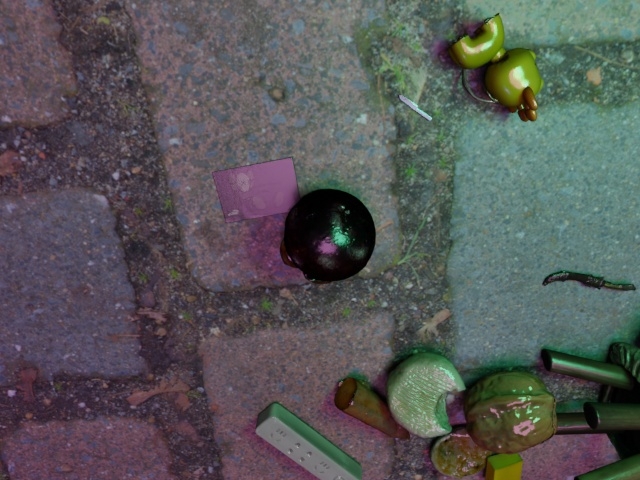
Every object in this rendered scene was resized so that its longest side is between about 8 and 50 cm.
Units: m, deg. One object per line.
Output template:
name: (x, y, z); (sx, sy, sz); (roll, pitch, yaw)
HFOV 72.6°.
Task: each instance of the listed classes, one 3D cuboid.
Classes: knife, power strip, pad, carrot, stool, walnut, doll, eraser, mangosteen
knife: (0.206, -0.288, 0.943); (0.091, 0.005, 0.014); (31, 109, -10)
power strip: (-0.021, 0.616, 1.263); (0.385, 0.062, 0.091); (42, 109, -13)
pad: (-0.145, -0.115, 1.014); (0.189, 0.004, 0.128); (-10, 111, 4)
carrot: (0.157, 0.478, 1.193); (0.263, 0.102, 0.102); (39, 107, -17)
stool: (0.703, 0.442, 1.060); (0.225, 0.310, 0.311); (-5, 109, 3)
walnut: (0.484, 0.439, 1.121); (0.244, 0.198, 0.198); (-35, 108, 32)
doll: (0.360, -0.328, 0.862); (0.135, 0.143, 0.221); (-35, 100, 11)
knife: (0.669, 0.099, 1.079); (0.221, 0.021, 0.046); (4, 110, 3)
eraser: (0.535, 0.680, 1.275); (0.097, 0.045, 0.123); (-13, 117, -10)
mangosteen: (0.000, 0.000, 0.966); (0.211, 0.211, 0.250); (44, 136, -15)

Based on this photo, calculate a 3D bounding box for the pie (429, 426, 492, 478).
pie: (0.410, 0.617, 1.270); (0.186, 0.041, 0.187); (0, 112, -1)

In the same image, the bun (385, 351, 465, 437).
bun: (0.278, 0.400, 1.143); (0.212, 0.126, 0.204); (-44, 79, 10)
